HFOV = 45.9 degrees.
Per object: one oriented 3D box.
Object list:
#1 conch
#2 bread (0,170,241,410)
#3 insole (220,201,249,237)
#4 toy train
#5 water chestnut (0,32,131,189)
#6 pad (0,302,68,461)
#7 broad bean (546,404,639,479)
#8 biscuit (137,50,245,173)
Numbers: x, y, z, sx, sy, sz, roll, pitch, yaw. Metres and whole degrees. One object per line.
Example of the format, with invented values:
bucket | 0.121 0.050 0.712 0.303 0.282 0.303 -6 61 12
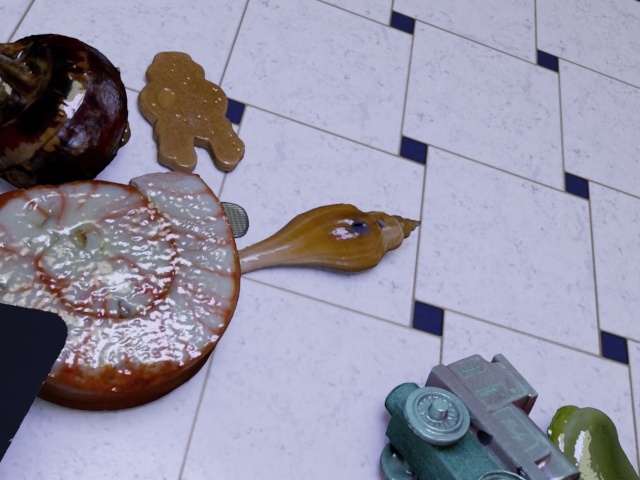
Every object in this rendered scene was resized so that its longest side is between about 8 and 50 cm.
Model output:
conch | 0.002 -0.001 1.111 0.330 0.093 0.109 -9 79 -23
bread | -0.264 0.058 0.947 0.328 0.114 0.295 -6 65 -21
insole | -0.226 -0.033 1.099 0.253 0.005 0.086 -1 59 -22
toy train | 0.219 0.284 0.945 0.222 0.150 0.304 -12 44 -31
water chestnut | -0.369 -0.175 1.005 0.224 0.238 0.223 -12 60 22
pad | -0.442 0.220 0.743 0.315 0.063 0.375 9 52 16
broad bean | 0.384 0.314 1.057 0.124 0.082 0.174 -6 59 -27
biscuit | -0.212 -0.205 1.199 0.144 0.040 0.236 -5 58 -32
